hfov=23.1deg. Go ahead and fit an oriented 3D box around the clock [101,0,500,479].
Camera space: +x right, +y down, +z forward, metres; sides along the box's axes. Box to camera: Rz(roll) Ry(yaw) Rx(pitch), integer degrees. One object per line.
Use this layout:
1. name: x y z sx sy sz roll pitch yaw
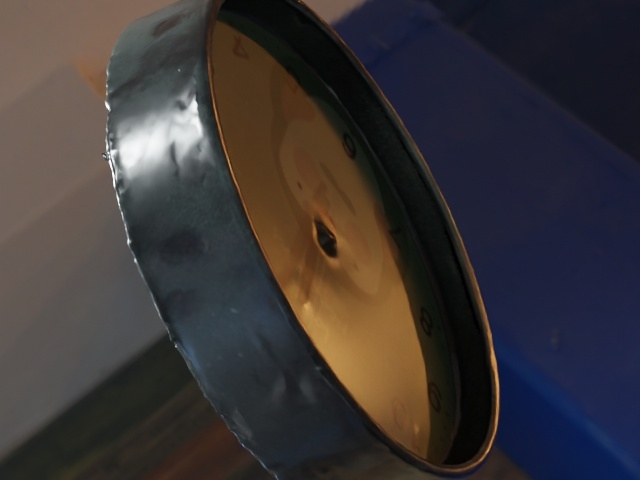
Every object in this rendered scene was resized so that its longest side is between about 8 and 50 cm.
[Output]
1. clock: 0.000 0.001 0.883 0.066 0.318 0.319 -26 -32 22
